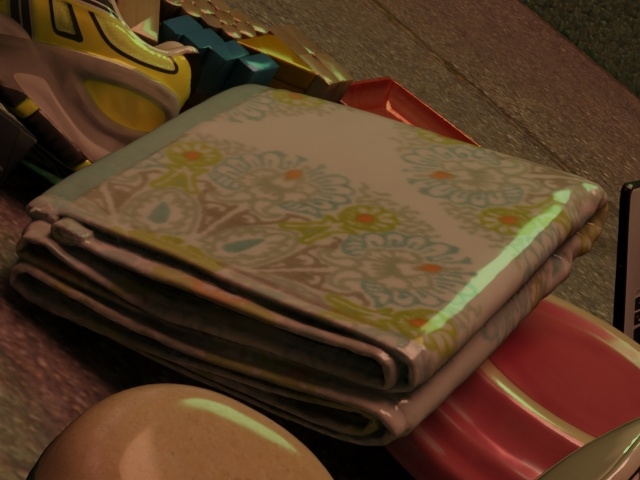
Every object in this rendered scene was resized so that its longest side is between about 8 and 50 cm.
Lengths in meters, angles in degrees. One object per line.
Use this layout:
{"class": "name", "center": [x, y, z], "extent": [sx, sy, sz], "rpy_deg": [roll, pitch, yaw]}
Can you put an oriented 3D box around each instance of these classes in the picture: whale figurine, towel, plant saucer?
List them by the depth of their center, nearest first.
{"class": "whale figurine", "center": [-0.085, 0.202, 0.807], "extent": [0.216, 0.141, 0.272], "rpy_deg": [29, 44, -16]}
{"class": "towel", "center": [0.000, 0.000, 1.228], "extent": [0.321, 0.090, 0.374], "rpy_deg": [21, 31, 22]}
{"class": "plant saucer", "center": [0.182, 0.131, 1.276], "extent": [0.332, 0.084, 0.332], "rpy_deg": [25, 21, -10]}
{"class": "plant saucer", "center": [0.133, -0.098, 2.014], "extent": [0.259, 0.047, 0.258], "rpy_deg": [38, 19, 11]}

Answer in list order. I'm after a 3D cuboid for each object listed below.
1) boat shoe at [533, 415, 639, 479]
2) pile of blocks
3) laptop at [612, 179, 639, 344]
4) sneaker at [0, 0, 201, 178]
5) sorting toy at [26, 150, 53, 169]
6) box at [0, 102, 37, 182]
{"class": "boat shoe", "center": [0.150, 0.221, 1.033], "extent": [0.099, 0.116, 0.319], "rpy_deg": [52, 46, -3]}
{"class": "pile of blocks", "center": [-0.154, -0.165, 1.496], "extent": [0.362, 0.112, 0.149], "rpy_deg": [23, 32, -16]}
{"class": "laptop", "center": [0.468, 0.133, 1.658], "extent": [0.236, 0.407, 0.382], "rpy_deg": [8, 13, 33]}
{"class": "sneaker", "center": [-0.253, -0.211, 1.286], "extent": [0.384, 0.147, 0.145], "rpy_deg": [48, -12, -20]}
{"class": "sorting toy", "center": [-0.261, -0.144, 1.444], "extent": [0.307, 0.041, 0.229], "rpy_deg": [28, 20, -22]}
{"class": "box", "center": [-0.380, -0.187, 1.066], "extent": [0.318, 0.097, 0.395], "rpy_deg": [40, -2, 19]}
